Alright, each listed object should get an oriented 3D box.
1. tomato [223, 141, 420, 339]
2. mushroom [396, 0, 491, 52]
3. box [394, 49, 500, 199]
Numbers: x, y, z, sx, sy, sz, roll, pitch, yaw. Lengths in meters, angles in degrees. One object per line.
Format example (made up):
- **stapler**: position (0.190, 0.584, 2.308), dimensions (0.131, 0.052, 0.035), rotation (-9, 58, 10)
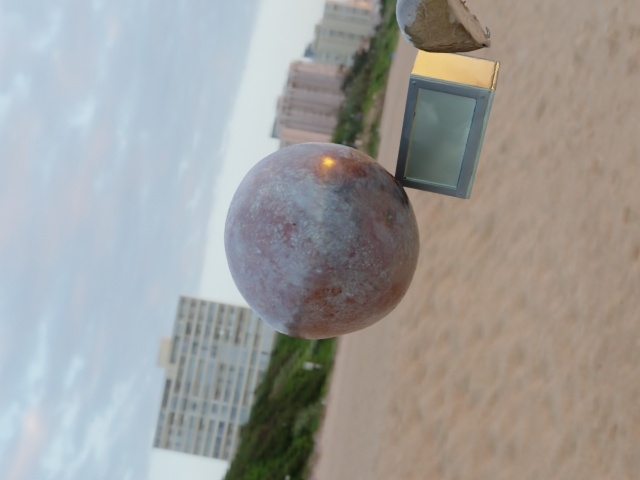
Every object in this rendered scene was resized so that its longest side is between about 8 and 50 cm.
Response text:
- **tomato**: position (0.000, 0.000, 1.592), dimensions (0.282, 0.317, 0.316), rotation (-21, 46, 41)
- **mushroom**: position (0.163, -0.295, 1.374), dimensions (0.210, 0.094, 0.072), rotation (25, -122, -63)
- **box**: position (0.197, -0.182, 1.602), dimensions (0.225, 0.129, 0.086), rotation (95, -170, -46)
